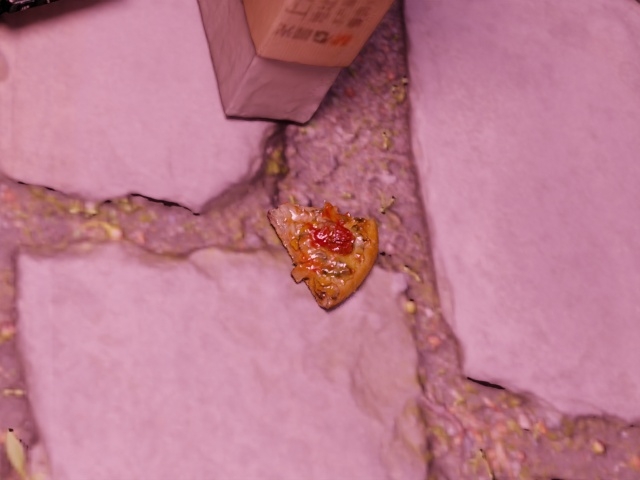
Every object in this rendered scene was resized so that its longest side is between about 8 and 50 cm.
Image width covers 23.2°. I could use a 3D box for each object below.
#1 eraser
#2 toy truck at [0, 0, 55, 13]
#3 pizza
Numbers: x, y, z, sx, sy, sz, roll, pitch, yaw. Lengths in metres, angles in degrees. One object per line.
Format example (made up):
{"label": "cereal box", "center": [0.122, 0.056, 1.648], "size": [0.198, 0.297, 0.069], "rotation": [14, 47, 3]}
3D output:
{"label": "eraser", "center": [0.017, -0.228, 0.972], "size": [0.078, 0.343, 0.144], "rotation": [2, 57, -27]}
{"label": "toy truck", "center": [-0.223, -0.271, 1.032], "size": [0.127, 0.127, 0.257], "rotation": [-24, 74, -38]}
{"label": "pizza", "center": [0.001, 0.000, 1.016], "size": [0.078, 0.025, 0.083], "rotation": [32, 51, -6]}
